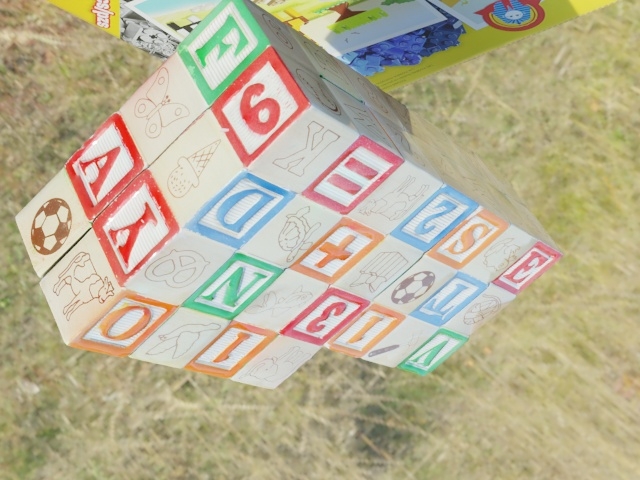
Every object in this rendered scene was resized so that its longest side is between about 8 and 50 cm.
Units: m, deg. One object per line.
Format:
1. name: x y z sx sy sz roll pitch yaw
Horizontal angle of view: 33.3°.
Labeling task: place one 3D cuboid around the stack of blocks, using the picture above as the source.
1. stack of blocks: 0.000 0.000 0.623 0.171 0.087 0.297 -43 146 18

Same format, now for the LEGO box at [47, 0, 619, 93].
1. LEGO box: 0.024 -0.288 0.712 0.372 0.500 0.193 23 64 -37
